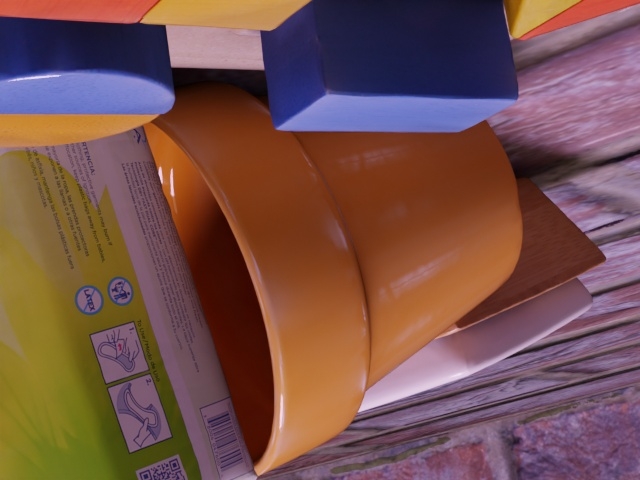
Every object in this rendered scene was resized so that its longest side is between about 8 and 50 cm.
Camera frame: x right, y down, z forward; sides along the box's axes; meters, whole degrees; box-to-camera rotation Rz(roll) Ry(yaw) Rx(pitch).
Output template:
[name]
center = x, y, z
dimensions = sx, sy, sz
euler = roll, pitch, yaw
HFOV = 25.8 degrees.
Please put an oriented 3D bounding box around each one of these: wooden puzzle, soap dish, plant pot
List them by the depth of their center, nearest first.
[wooden puzzle]
center = -0.005, -0.093, 0.483
dimensions = 0.322, 0.080, 0.348
euler = -3, 173, -29
[plant pot]
center = 0.000, 0.000, 0.762
dimensions = 0.188, 0.205, 0.205
euler = -20, 171, -28
[soap dish]
center = 0.029, 0.052, 1.010
dimensions = 0.291, 0.118, 0.229
euler = -21, 178, 36

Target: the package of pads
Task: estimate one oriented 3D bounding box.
[package of pads]
center = -0.187, 0.052, 0.723
dimensions = 0.296, 0.229, 0.101
euler = -20, 177, 39
